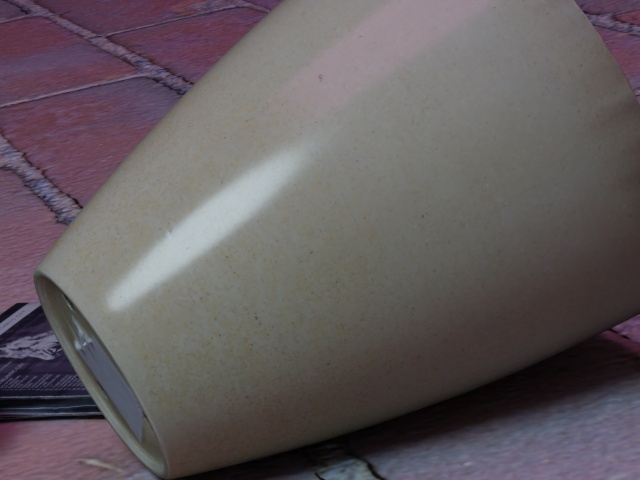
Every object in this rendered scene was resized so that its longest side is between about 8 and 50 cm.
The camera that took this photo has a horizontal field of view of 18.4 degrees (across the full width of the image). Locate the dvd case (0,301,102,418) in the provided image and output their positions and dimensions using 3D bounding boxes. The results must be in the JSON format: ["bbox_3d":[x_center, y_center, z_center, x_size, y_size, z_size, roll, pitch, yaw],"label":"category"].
[{"bbox_3d":[-0.126,0.070,1.197,0.221,0.018,0.164,-2,18,22],"label":"dvd case"}]

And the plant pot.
[{"bbox_3d":[0.000,0.000,1.031,0.274,0.256,0.256,-33,23,-17],"label":"plant pot"}]
